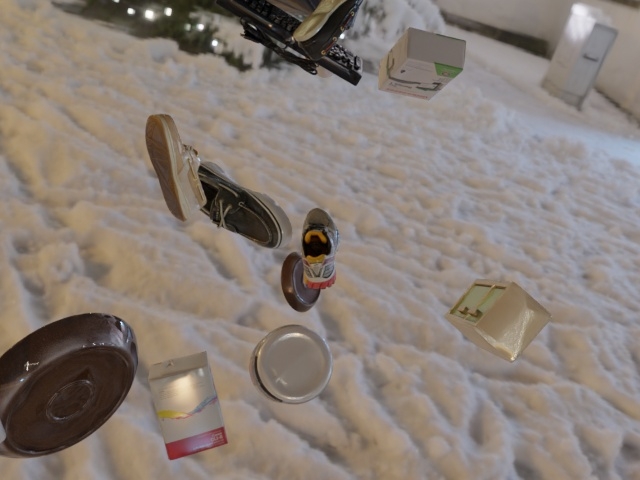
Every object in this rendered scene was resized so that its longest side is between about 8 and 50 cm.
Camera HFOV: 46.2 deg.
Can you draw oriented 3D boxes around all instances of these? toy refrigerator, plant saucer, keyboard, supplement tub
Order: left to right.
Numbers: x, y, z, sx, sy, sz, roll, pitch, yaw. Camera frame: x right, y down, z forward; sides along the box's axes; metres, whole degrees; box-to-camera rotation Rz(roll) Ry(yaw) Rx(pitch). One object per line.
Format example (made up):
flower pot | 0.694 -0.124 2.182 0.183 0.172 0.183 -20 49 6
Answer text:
plant saucer | -0.436 0.261 1.279 0.050 0.311 0.310 38 30 31
supplement tub | -0.083 0.322 1.926 0.193 0.194 0.316 15 -12 -6
keyboard | -0.056 -0.396 1.450 0.317 0.033 0.201 27 36 -13
plant saucer | -0.047 0.112 2.054 0.029 0.168 0.168 -11 4 36
toy refrigerator | 0.298 0.130 1.308 0.094 0.102 0.269 42 -1 0

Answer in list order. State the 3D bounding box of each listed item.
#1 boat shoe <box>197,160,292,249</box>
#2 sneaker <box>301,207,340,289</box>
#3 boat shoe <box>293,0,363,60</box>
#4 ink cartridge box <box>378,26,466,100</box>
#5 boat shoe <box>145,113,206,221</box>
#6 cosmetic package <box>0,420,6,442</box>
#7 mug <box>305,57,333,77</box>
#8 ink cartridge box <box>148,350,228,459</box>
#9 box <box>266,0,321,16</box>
boat shoe | -0.214 -0.071 1.746 0.335 0.121 0.119 33 35 29
sneaker | 0.000 0.000 1.624 0.088 0.093 0.225 -7 40 1
boat shoe | 0.021 -0.275 0.913 0.049 0.133 0.042 17 -27 50
ink cartridge box | 0.262 -0.460 1.979 0.160 0.093 0.219 9 -13 -13
boat shoe | -0.200 -0.109 1.059 0.059 0.170 0.063 -33 46 -30
cosmetic package | -0.598 0.129 0.815 0.327 0.394 0.329 43 55 17
mug | 0.006 -0.418 1.752 0.062 0.064 0.078 -26 34 -8
ink cartridge box | -0.277 0.339 1.568 0.127 0.176 0.128 -14 8 -9
box | -0.057 -0.847 1.673 0.297 0.472 0.480 28 -13 48
